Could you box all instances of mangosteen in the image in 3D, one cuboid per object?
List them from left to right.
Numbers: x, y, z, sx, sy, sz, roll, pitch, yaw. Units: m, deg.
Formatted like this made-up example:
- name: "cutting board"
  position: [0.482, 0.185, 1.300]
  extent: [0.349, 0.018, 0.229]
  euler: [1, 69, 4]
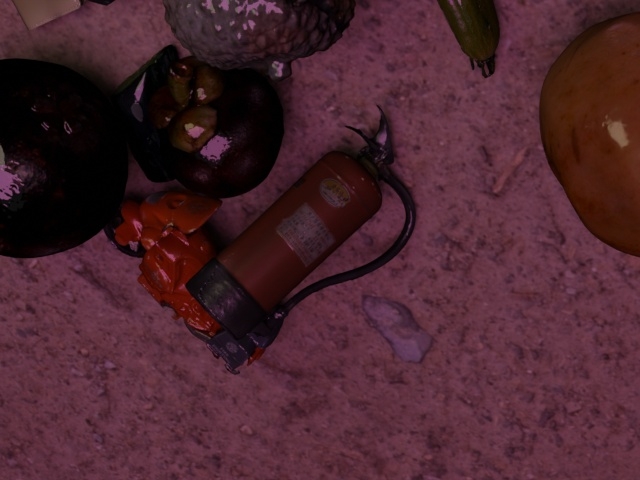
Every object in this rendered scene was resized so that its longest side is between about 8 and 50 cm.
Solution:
- name: "mangosteen"
  position: [-0.430, -0.116, 1.823]
  extent: [0.313, 0.297, 0.296]
  euler: [0, 119, 50]
- name: "mangosteen"
  position: [-0.153, -0.165, 1.765]
  extent: [0.194, 0.194, 0.230]
  euler: [-29, 143, 22]

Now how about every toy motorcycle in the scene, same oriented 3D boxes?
- name: "toy motorcycle"
  position: [-0.178, 0.045, 1.919]
  extent: [0.325, 0.148, 0.221]
  euler: [47, 136, -8]

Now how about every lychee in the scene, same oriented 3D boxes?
- name: "lychee"
  position: [-0.082, -0.341, 1.658]
  extent: [0.255, 0.255, 0.274]
  euler: [-6, 92, 14]

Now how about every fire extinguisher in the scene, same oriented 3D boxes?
- name: "fire extinguisher"
  position: [-0.007, -0.006, 1.833]
  extent: [0.376, 0.113, 0.200]
  euler: [-44, 139, -6]

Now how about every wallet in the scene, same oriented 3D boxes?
- name: "wallet"
  position: [-0.408, -0.391, 1.821]
  extent: [0.110, 0.039, 0.155]
  euler: [-18, 108, 22]

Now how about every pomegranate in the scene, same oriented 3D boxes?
- name: "pomegranate"
  position: [0.443, -0.144, 1.597]
  extent: [0.338, 0.338, 0.338]
  euler: [4, 114, 10]

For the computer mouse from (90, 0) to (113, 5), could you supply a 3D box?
- name: "computer mouse"
  position: [-0.269, -0.433, 1.758]
  extent: [0.126, 0.071, 0.231]
  euler: [32, 107, 13]

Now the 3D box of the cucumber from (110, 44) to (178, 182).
- name: "cucumber"
  position: [-0.247, -0.177, 1.864]
  extent: [0.115, 0.085, 0.193]
  euler: [-8, 118, 13]

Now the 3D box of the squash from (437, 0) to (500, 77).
- name: "squash"
  position: [0.167, -0.358, 1.695]
  extent: [0.080, 0.071, 0.318]
  euler: [-34, 107, 3]
